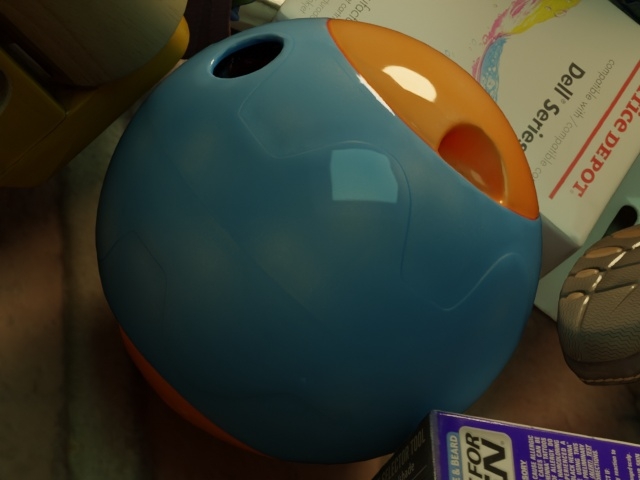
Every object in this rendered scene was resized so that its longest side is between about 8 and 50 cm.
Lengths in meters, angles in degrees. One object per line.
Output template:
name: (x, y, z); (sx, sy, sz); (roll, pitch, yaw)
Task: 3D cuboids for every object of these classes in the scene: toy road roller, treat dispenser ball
toy road roller: (-0.273, -0.147, 1.146); (0.329, 0.202, 0.240); (-39, 55, 3)
treat dispenser ball: (0.000, 0.000, 1.168); (0.288, 0.288, 0.288); (13, 51, -17)

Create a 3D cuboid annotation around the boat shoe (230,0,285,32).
boat shoe: (-0.102, -0.267, 1.445); (0.277, 0.096, 0.098); (37, 46, 2)

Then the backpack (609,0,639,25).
backpack: (0.300, -0.321, 1.493); (0.355, 0.273, 0.290); (46, 62, -35)

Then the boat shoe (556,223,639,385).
boat shoe: (0.298, 0.038, 1.330); (0.355, 0.132, 0.130); (-30, 111, -45)

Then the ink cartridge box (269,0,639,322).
ink cartridge box: (0.141, -0.107, 1.389); (0.353, 0.119, 0.207); (37, 62, -3)

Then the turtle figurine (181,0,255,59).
turtle figurine: (-0.095, -0.282, 1.283); (0.198, 0.275, 0.266); (41, 13, 20)

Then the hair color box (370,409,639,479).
hair color box: (0.190, 0.218, 1.166); (0.338, 0.185, 0.110); (12, 53, -17)
